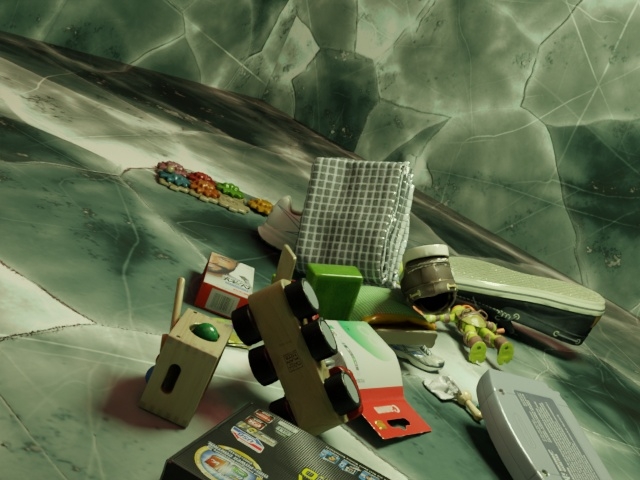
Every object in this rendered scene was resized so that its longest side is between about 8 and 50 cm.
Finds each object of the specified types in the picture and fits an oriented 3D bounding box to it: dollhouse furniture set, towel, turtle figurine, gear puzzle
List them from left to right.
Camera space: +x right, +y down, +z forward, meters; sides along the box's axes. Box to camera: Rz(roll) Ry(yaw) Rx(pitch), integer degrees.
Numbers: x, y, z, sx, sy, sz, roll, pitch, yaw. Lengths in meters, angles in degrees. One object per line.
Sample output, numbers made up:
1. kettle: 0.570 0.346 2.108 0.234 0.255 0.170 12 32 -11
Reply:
1. gear puzzle: -0.260 -0.132 2.126 0.338 0.044 0.175 20 15 -19
2. towel: -0.156 0.155 1.373 0.060 0.009 0.083 13 19 -38
3. towel: 0.074 -0.048 1.786 0.235 0.284 0.121 4 -12 35
4. dollhouse furniture set: 0.077 0.095 1.565 0.301 0.151 0.197 5 23 -23
5. turtle figurine: 0.361 0.204 1.889 0.269 0.087 0.217 19 16 -24

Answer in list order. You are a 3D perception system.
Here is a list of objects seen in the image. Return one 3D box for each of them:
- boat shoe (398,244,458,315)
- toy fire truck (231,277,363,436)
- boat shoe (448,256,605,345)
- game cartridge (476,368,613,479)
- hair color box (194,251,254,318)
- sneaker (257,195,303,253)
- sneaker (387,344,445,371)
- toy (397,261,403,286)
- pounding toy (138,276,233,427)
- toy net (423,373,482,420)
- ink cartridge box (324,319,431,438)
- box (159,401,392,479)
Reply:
1. boat shoe: 0.219 0.098 1.625 0.116 0.097 0.324 -10 -18 4
2. toy fire truck: -0.027 0.182 1.228 0.217 0.158 0.246 66 12 12
3. boat shoe: 0.481 0.160 2.131 0.500 0.156 0.187 14 20 2
4. game cartridge: 0.379 0.348 1.382 0.196 0.060 0.294 21 28 -28
5. hair color box: -0.175 0.083 1.505 0.093 0.053 0.167 22 14 -10
6. sneaker: 0.000 0.000 1.929 0.297 0.129 0.111 27 12 2
7. sneaker: 0.193 0.217 1.630 0.135 0.058 0.052 23 15 -11
8. toy: 0.187 0.070 1.976 0.237 0.056 0.137 43 6 -27
9. pounding toy: -0.184 0.146 1.097 0.100 0.141 0.130 24 14 -2
10. toy net: 0.308 0.303 1.544 0.232 0.045 0.122 28 16 13
11. ink cartridge box: 0.086 0.223 1.350 0.224 0.056 0.181 44 17 30
12. box: -0.023 0.303 0.947 0.270 0.060 0.216 26 14 16
